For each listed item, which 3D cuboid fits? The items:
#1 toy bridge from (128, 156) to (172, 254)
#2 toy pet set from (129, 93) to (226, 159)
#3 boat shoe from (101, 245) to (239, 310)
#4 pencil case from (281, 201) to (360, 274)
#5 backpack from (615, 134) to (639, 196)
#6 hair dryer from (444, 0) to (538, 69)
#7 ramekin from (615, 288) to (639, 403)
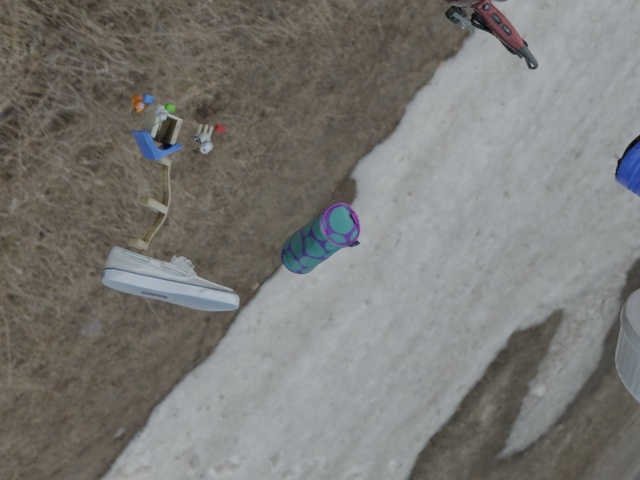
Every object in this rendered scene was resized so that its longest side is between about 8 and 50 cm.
[{"bbox_3d":[-0.311,-0.064,1.530,0.063,0.026,0.188,34,65,-60],"label":"toy bridge"},{"bbox_3d":[-0.208,-0.139,1.079,0.122,0.114,0.065,20,86,-35],"label":"toy pet set"},{"bbox_3d":[-0.272,0.068,1.525,0.258,0.095,0.084,15,68,-15],"label":"boat shoe"},{"bbox_3d":[0.000,0.000,1.163,0.070,0.064,0.152,-14,170,-30],"label":"pencil case"},{"bbox_3d":[0.524,-0.123,1.264,0.120,0.101,0.098,-38,148,-12],"label":"backpack"},{"bbox_3d":[0.305,-0.421,1.467,0.080,0.224,0.293,-57,161,7],"label":"hair dryer"},{"bbox_3d":[0.621,0.198,1.354,0.273,0.273,0.127,-15,130,-32],"label":"ramekin"}]
